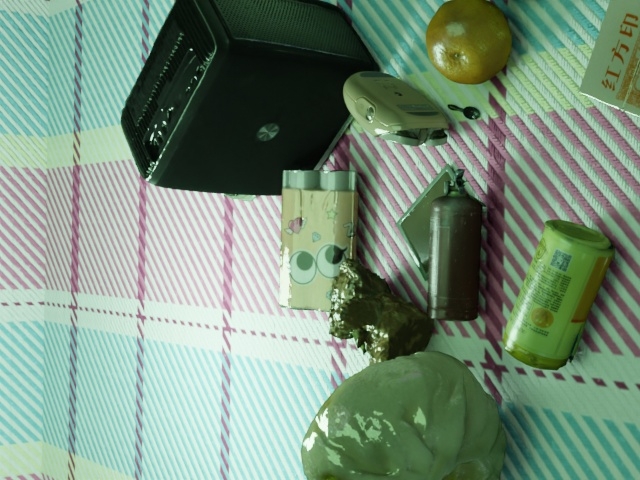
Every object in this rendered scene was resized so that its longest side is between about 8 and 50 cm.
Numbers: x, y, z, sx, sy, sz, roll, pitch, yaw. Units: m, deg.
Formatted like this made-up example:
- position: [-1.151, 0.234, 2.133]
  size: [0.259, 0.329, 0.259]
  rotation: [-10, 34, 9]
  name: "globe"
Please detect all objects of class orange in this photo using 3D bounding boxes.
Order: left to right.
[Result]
- position: [0.261, -0.349, 1.832]
  size: [0.154, 0.134, 0.155]
  rotation: [23, 137, 23]
  name: "orange"

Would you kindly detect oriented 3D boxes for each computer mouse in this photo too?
- position: [0.137, -0.242, 1.986]
  size: [0.236, 0.145, 0.082]
  rotation: [46, 130, 40]
  name: "computer mouse"

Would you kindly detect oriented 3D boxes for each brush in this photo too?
- position: [0.262, -0.239, 1.933]
  size: [0.083, 0.008, 0.024]
  rotation: [29, 115, 49]
  name: "brush"

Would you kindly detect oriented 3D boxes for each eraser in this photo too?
- position: [0.000, 0.000, 2.185]
  size: [0.171, 0.087, 0.291]
  rotation: [3, 91, 24]
  name: "eraser"

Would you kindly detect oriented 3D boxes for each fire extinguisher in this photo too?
- position: [0.240, 0.005, 1.867]
  size: [0.104, 0.104, 0.269]
  rotation: [12, 103, 52]
  name: "fire extinguisher"

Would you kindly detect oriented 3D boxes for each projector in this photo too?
- position: [-0.155, -0.302, 2.155]
  size: [0.395, 0.405, 0.242]
  rotation: [-54, 49, 37]
  name: "projector"

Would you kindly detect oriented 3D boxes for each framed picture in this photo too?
- position: [0.220, -0.033, 1.982]
  size: [0.183, 0.011, 0.142]
  rotation: [-52, 51, 38]
  name: "framed picture"

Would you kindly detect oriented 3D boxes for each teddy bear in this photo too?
- position: [0.084, 0.195, 1.983]
  size: [0.222, 0.246, 0.296]
  rotation: [9, 67, 34]
  name: "teddy bear"

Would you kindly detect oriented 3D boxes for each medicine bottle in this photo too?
- position: [0.377, 0.093, 1.688]
  size: [0.124, 0.124, 0.239]
  rotation: [38, 120, 46]
  name: "medicine bottle"

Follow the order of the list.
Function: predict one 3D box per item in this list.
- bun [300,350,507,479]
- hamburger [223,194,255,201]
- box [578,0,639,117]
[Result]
- position: [0.151, 0.376, 1.780]
  size: [0.219, 0.365, 0.365]
  rotation: [-112, 40, -54]
  name: "bun"
- position: [-0.190, -0.160, 2.482]
  size: [0.140, 0.062, 0.133]
  rotation: [28, 110, 52]
  name: "hamburger"
- position: [0.550, -0.253, 1.520]
  size: [0.365, 0.051, 0.205]
  rotation: [36, 118, 47]
  name: "box"
